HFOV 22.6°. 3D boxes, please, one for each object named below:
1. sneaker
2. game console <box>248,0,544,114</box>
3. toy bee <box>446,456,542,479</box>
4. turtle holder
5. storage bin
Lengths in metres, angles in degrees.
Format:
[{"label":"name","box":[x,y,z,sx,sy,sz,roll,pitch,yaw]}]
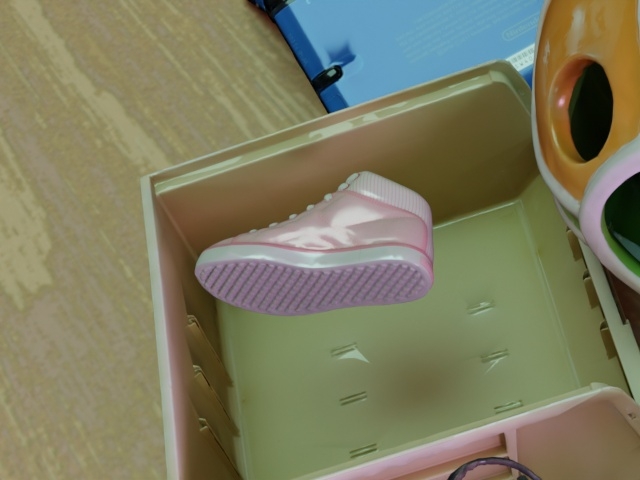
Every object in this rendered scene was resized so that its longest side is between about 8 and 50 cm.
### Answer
[{"label":"sneaker","box":[0.000,0.000,0.889,0.134,0.051,0.070,-3,49,16]},{"label":"game console","box":[0.111,-0.188,1.191,0.293,0.173,0.250,-29,77,-2]},{"label":"toy bee","box":[0.157,0.255,0.725,0.195,0.162,0.298,-7,54,-25]},{"label":"turtle holder","box":[0.256,-0.049,0.875,0.243,0.320,0.227,-20,30,41]},{"label":"storage bin","box":[0.044,0.051,0.943,0.260,0.123,0.262,-18,46,8]}]
